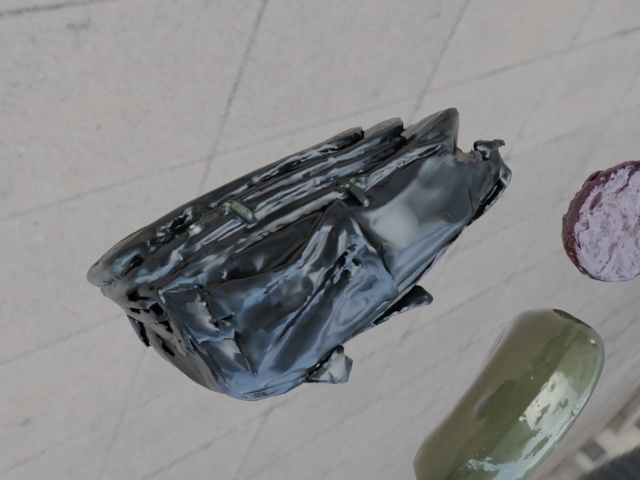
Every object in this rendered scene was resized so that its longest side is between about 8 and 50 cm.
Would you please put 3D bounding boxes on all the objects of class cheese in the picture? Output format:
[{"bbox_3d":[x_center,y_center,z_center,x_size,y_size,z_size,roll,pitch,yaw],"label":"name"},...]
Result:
[{"bbox_3d":[0.163,0.151,0.931,0.202,0.091,0.175,-47,170,-26],"label":"cheese"}]

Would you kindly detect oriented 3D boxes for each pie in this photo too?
[{"bbox_3d":[0.338,-0.021,1.180,0.155,0.036,0.154,-7,115,-15],"label":"pie"}]

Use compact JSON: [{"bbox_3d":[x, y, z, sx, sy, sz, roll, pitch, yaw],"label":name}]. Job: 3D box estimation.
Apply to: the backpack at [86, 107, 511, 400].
[{"bbox_3d":[0.000,0.000,0.648,0.258,0.133,0.206,-33,-170,-17],"label":"backpack"}]
